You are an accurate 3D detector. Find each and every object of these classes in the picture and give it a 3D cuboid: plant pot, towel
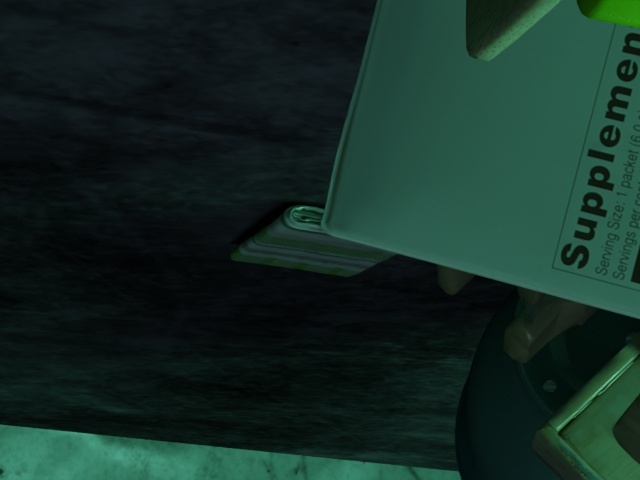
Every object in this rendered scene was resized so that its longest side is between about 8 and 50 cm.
[{"bbox_3d":[0.239,0.116,1.368,0.271,0.272,0.255,1,155,6],"label":"plant pot"},{"bbox_3d":[0.000,0.000,1.393,0.113,0.023,0.152,10,166,-19],"label":"towel"}]

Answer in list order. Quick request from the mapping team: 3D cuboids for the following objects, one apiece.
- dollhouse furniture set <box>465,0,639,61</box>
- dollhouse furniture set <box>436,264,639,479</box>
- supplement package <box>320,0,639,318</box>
[{"bbox_3d":[0.199,-0.122,0.540,0.301,0.197,0.151,8,162,-19],"label":"dollhouse furniture set"},{"bbox_3d":[0.282,0.058,1.033,0.362,0.256,0.394,45,170,15],"label":"dollhouse furniture set"},{"bbox_3d":[0.176,-0.048,0.672,0.293,0.175,0.177,15,-176,15],"label":"supplement package"}]
